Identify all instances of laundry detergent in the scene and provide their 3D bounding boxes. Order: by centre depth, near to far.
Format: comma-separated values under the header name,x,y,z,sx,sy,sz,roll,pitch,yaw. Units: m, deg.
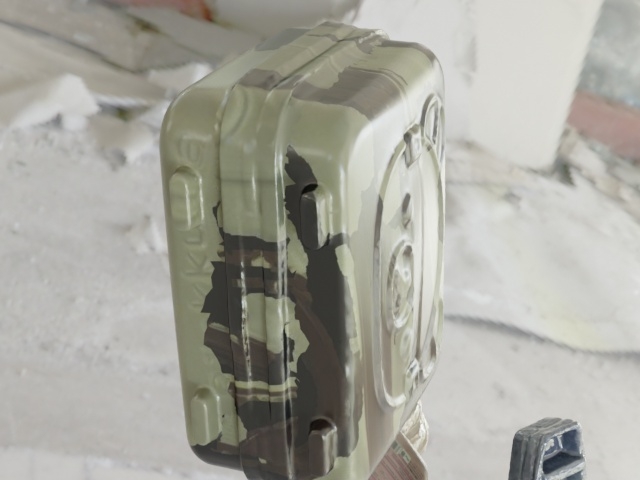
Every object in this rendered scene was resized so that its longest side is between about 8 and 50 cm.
name,x,y,z,sx,sy,sz,roll,pitch,yaw
laundry detergent,0.067,0.408,1.913,0.237,0.076,0.171,-49,114,-28

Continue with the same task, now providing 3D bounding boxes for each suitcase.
name,x,y,z,sx,sy,sz,roll,pitch,yaw
suitcase,0.000,0.000,1.045,0.194,0.351,0.339,8,27,20

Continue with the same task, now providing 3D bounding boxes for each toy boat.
name,x,y,z,sx,sy,sz,roll,pitch,yaw
toy boat,0.348,0.409,1.922,0.127,0.283,0.078,-15,23,-40

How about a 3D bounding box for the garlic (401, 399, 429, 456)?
name,x,y,z,sx,sy,sz,roll,pitch,yaw
garlic,0.040,0.329,2.190,0.317,0.317,0.259,33,25,12
